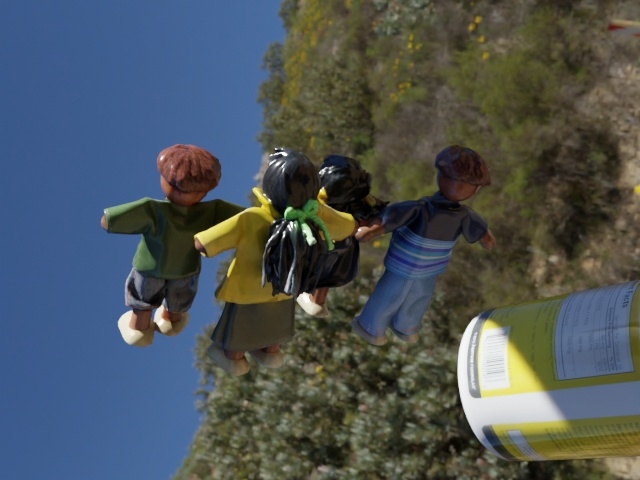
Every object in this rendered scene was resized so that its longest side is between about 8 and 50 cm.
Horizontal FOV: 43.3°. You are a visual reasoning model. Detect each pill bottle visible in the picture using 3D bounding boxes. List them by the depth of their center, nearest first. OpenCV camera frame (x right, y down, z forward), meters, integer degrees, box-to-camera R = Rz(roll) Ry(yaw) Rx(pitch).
[{"bbox_3d":[0.184,0.078,0.487,0.103,0.184,0.103,18,-116,-44],"label":"pill bottle"}]

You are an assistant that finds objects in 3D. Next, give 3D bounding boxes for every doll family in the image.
[{"bbox_3d":[0.000,0.000,0.373,0.193,0.076,0.111,-8,-54,-41],"label":"doll family"}]
